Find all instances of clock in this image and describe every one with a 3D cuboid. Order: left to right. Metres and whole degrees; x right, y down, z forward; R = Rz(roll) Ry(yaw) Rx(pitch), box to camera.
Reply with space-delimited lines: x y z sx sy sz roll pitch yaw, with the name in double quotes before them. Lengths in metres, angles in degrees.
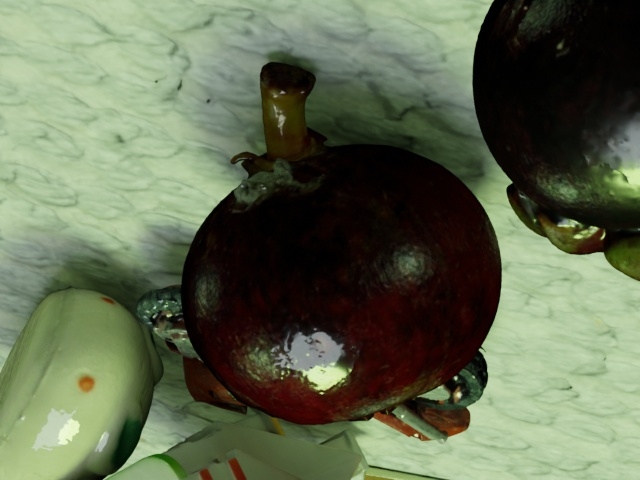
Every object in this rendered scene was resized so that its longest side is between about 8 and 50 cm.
"clock" -0.090 0.258 1.517 0.235 0.166 0.309 -32 171 33

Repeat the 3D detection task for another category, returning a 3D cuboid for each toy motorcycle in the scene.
"toy motorcycle" -0.008 0.097 1.434 0.298 0.089 0.171 12 147 0

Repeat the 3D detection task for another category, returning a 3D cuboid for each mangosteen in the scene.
"mangosteen" 0.000 0.000 1.215 0.235 0.235 0.261 -16 94 35
"mangosteen" 0.197 -0.064 1.003 0.211 0.211 0.250 -5 104 24

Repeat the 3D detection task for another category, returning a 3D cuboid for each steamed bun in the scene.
"steamed bun" -0.215 0.141 1.485 0.131 0.177 0.228 26 137 -14

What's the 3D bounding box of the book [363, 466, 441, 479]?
"book" 0.126 0.272 1.705 0.172 0.012 0.118 10 145 5
